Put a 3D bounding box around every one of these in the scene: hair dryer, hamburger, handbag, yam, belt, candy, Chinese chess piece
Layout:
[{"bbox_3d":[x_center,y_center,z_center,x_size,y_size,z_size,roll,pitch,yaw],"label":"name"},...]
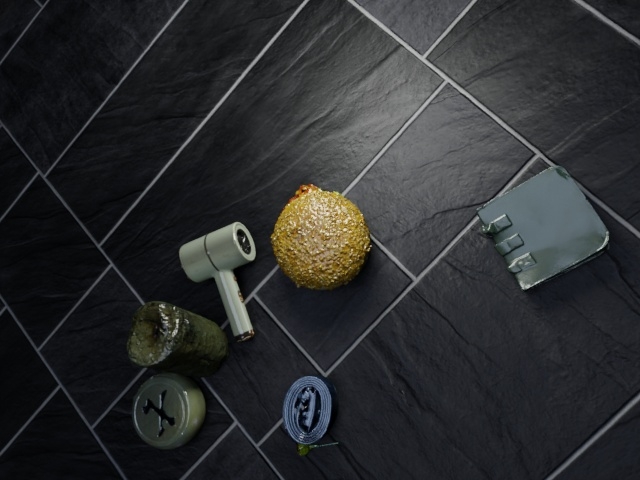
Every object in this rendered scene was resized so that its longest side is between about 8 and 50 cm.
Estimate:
[{"bbox_3d":[-0.268,0.147,1.894,0.203,0.128,0.362,-22,83,16],"label":"hair dryer"},{"bbox_3d":[0.000,0.000,1.767,0.294,0.179,0.276,38,96,21],"label":"hamburger"},{"bbox_3d":[0.559,-0.028,1.613,0.260,0.079,0.247,-30,73,15],"label":"handbag"},{"bbox_3d":[-0.415,0.288,1.832,0.195,0.300,0.195,-7,70,20],"label":"yam"},{"bbox_3d":[-0.028,0.470,1.767,0.141,0.082,0.190,8,85,19],"label":"belt"},{"bbox_3d":[-0.009,0.575,1.776,0.123,0.035,0.035,-10,123,10],"label":"candy"},{"bbox_3d":[-0.462,0.510,1.922,0.237,0.092,0.238,-3,81,22],"label":"Chinese chess piece"}]
